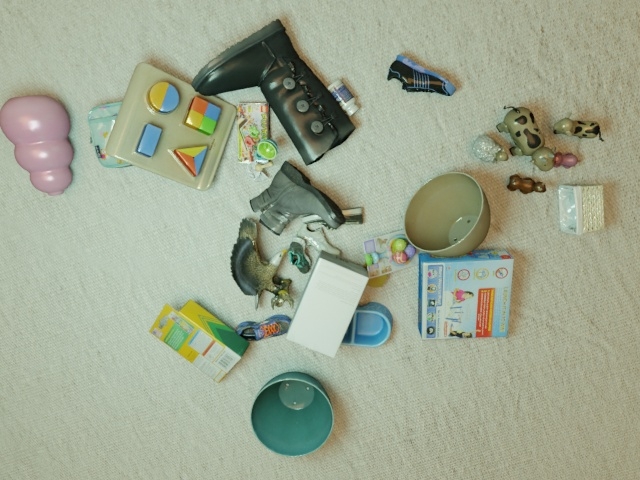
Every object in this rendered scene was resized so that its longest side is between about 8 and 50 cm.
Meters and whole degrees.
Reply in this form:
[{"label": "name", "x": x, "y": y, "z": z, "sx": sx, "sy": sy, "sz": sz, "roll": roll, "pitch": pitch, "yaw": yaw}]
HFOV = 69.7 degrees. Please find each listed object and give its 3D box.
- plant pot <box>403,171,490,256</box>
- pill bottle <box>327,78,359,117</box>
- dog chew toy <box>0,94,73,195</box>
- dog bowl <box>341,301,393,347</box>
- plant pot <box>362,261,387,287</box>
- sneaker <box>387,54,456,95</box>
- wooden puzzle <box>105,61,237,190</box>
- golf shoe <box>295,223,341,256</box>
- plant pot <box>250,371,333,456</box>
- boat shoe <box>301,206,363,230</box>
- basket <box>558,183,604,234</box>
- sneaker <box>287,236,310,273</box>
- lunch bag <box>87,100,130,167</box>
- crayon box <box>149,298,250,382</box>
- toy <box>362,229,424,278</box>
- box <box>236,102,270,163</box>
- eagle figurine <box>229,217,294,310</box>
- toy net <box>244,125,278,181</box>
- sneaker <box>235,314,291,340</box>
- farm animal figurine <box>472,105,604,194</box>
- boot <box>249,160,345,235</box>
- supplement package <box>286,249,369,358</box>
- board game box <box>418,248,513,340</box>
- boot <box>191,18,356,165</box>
[{"label": "plant pot", "x": 0.449, "y": -0.058, "z": 1.539, "sx": 0.190, "sy": 0.284, "sz": 0.284, "roll": 31, "pitch": 101, "yaw": -39}, {"label": "pill bottle", "x": 0.077, "y": -0.481, "z": 1.564, "sx": 0.067, "sy": 0.067, "sz": 0.120, "roll": -39, "pitch": 95, "yaw": 7}, {"label": "dog chew toy", "x": -0.949, "y": -0.318, "z": 1.570, "sx": 0.206, "sy": 0.207, "sz": 0.333, "roll": -6, "pitch": 106, "yaw": 3}, {"label": "dog bowl", "x": 0.121, "y": 0.309, "z": 1.683, "sx": 0.296, "sy": 0.074, "sz": 0.166, "roll": 5, "pitch": 99, "yaw": 2}, {"label": "plant pot", "x": 0.192, "y": 0.125, "z": 1.651, "sx": 0.083, "sy": 0.081, "sz": 0.082, "roll": 27, "pitch": 99, "yaw": -9}, {"label": "sneaker", "x": 0.336, "y": -0.529, "z": 1.545, "sx": 0.232, "sy": 0.081, "sz": 0.091, "roll": 30, "pitch": 102, "yaw": 4}, {"label": "wooden puzzle", "x": -0.480, "y": -0.369, "z": 1.514, "sx": 0.347, "sy": 0.080, "sz": 0.323, "roll": 20, "pitch": 87, "yaw": -24}, {"label": "golf shoe", "x": 0.000, "y": 0.000, "z": 1.646, "sx": 0.176, "sy": 0.069, "sz": 0.086, "roll": 23, "pitch": 93, "yaw": -3}, {"label": "plant pot", "x": -0.096, "y": 0.597, "z": 1.675, "sx": 0.289, "sy": 0.195, "sz": 0.291, "roll": 0, "pitch": 99, "yaw": 2}, {"label": "boat shoe", "x": 0.042, "y": -0.070, "z": 1.625, "sx": 0.219, "sy": 0.078, "sz": 0.070, "roll": -7, "pitch": 97, "yaw": 2}, {"label": "basket", "x": 0.891, "y": -0.112, "z": 1.568, "sx": 0.103, "sy": 0.113, "sz": 0.168, "roll": -8, "pitch": 99, "yaw": 1}, {"label": "sneaker", "x": -0.083, "y": 0.067, "z": 1.625, "sx": 0.064, "sy": 0.076, "sz": 0.167, "roll": 6, "pitch": 136, "yaw": 24}, {"label": "lunch bag", "x": -0.655, "y": -0.375, "z": 1.588, "sx": 0.278, "sy": 0.108, "sz": 0.224, "roll": -11, "pitch": 99, "yaw": 3}, {"label": "crayon box", "x": -0.440, "y": 0.352, "z": 1.668, "sx": 0.322, "sy": 0.083, "sz": 0.203, "roll": 38, "pitch": 126, "yaw": -4}, {"label": "toy", "x": 0.269, "y": 0.042, "z": 1.602, "sx": 0.237, "sy": 0.056, "sz": 0.137, "roll": -14, "pitch": 99, "yaw": -18}, {"label": "box", "x": -0.233, "y": -0.373, "z": 1.609, "sx": 0.113, "sy": 0.036, "sz": 0.207, "roll": 0, "pitch": 99, "yaw": 2}, {"label": "eagle figurine", "x": -0.214, "y": 0.091, "z": 1.598, "sx": 0.298, "sy": 0.226, "sz": 0.225, "roll": 43, "pitch": 61, "yaw": -21}, {"label": "toy net", "x": -0.217, "y": -0.271, "z": 1.548, "sx": 0.122, "sy": 0.045, "sz": 0.232, "roll": 28, "pitch": 141, "yaw": -3}, {"label": "sneaker", "x": -0.210, "y": 0.334, "z": 1.693, "sx": 0.220, "sy": 0.087, "sz": 0.083, "roll": -14, "pitch": 99, "yaw": 5}, {"label": "farm animal figurine", "x": 0.722, "y": -0.321, "z": 1.511, "sx": 0.326, "sy": 0.172, "sz": 0.330, "roll": 41, "pitch": 98, "yaw": -4}, {"label": "boot", "x": -0.082, "y": -0.095, "z": 1.566, "sx": 0.223, "sy": 0.118, "sz": 0.338, "roll": -50, "pitch": 57, "yaw": 9}, {"label": "supplement package", "x": 0.023, "y": 0.208, "z": 1.548, "sx": 0.177, "sy": 0.175, "sz": 0.293, "roll": 23, "pitch": 97, "yaw": -2}, {"label": "board game box", "x": 0.501, "y": 0.192, "z": 1.614, "sx": 0.301, "sy": 0.086, "sz": 0.309, "roll": -3, "pitch": 111, "yaw": 2}, {"label": "boot", "x": -0.149, "y": -0.436, "z": 1.519, "sx": 0.366, "sy": 0.146, "sz": 0.445, "roll": -36, "pitch": 101, "yaw": -3}]
